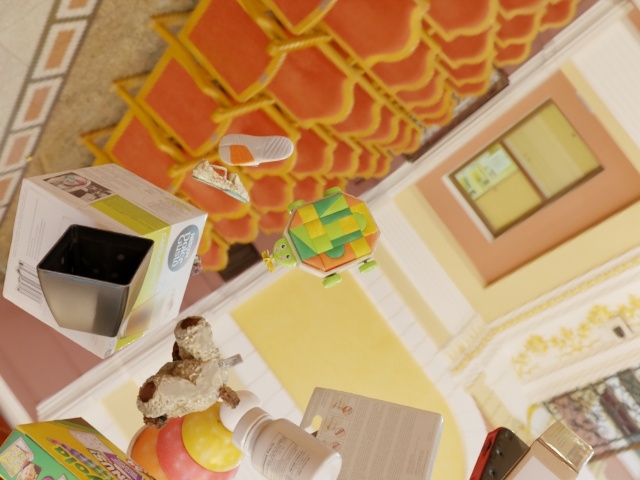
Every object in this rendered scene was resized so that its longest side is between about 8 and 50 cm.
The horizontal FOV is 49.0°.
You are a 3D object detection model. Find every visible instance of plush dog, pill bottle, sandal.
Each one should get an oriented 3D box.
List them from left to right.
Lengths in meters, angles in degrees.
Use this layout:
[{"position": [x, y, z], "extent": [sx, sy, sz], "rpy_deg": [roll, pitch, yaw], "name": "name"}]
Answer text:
[{"position": [-0.318, 0.337, 1.657], "extent": [0.225, 0.210, 0.262], "rpy_deg": [-26, -149, 51], "name": "plush dog"}, {"position": [-0.198, -0.280, 2.223], "extent": [0.265, 0.102, 0.076], "rpy_deg": [4, 175, 22], "name": "sandal"}, {"position": [-0.079, 0.468, 1.544], "extent": [0.131, 0.229, 0.131], "rpy_deg": [-38, 142, -38], "name": "pill bottle"}]

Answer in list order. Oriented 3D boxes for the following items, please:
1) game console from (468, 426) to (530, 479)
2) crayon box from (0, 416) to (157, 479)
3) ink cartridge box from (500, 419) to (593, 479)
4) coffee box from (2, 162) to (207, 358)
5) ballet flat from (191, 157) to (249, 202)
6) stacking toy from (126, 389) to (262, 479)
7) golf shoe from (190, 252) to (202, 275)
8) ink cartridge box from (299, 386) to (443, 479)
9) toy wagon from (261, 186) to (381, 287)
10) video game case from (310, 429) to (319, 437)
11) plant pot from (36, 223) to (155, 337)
[{"position": [0.624, 0.794, 2.179], "extent": [0.060, 0.342, 0.386], "rpy_deg": [-48, 176, 37], "name": "game console"}, {"position": [-0.461, 0.525, 1.471], "extent": [0.106, 0.363, 0.313], "rpy_deg": [-53, 170, -8], "name": "crayon box"}, {"position": [0.357, 0.439, 1.217], "extent": [0.235, 0.088, 0.193], "rpy_deg": [-56, 156, 14], "name": "ink cartridge box"}, {"position": [-0.551, 0.034, 1.820], "extent": [0.334, 0.338, 0.338], "rpy_deg": [-29, 143, -63], "name": "coffee box"}, {"position": [-0.315, -0.197, 2.308], "extent": [0.241, 0.091, 0.077], "rpy_deg": [26, 86, -45], "name": "ballet flat"}, {"position": [-0.316, 0.589, 2.057], "extent": [0.480, 0.350, 0.350], "rpy_deg": [-44, 174, 30], "name": "stacking toy"}, {"position": [-0.482, 0.092, 2.355], "extent": [0.186, 0.086, 0.067], "rpy_deg": [-21, 159, 13], "name": "golf shoe"}, {"position": [0.120, 0.589, 1.939], "extent": [0.091, 0.385, 0.308], "rpy_deg": [78, 27, -45], "name": "ink cartridge box"}, {"position": [0.000, 0.000, 2.012], "extent": [0.344, 0.267, 0.068], "rpy_deg": [-21, 165, -18], "name": "toy wagon"}, {"position": [0.038, 0.738, 2.516], "extent": [0.248, 0.035, 0.275], "rpy_deg": [-16, -170, -33], "name": "video game case"}, {"position": [-0.474, 0.095, 1.486], "extent": [0.187, 0.188, 0.167], "rpy_deg": [-81, -177, -60], "name": "plant pot"}]
